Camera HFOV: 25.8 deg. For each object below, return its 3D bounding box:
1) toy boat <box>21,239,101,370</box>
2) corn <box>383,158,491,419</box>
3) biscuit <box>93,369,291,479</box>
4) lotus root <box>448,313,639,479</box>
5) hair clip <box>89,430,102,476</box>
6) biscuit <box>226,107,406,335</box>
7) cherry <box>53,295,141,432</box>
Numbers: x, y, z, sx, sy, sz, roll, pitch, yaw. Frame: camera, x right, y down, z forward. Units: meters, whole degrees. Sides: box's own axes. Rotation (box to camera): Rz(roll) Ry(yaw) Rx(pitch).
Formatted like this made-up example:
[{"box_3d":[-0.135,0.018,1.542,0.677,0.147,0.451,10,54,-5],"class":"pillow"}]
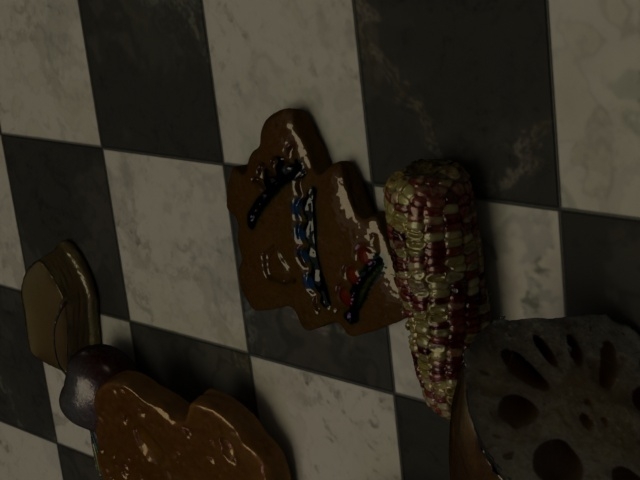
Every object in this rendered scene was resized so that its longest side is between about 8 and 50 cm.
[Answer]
[{"box_3d":[-0.377,0.094,2.015,0.116,0.061,0.188,18,119,42],"class":"toy boat"},{"box_3d":[0.128,0.058,1.440,0.098,0.098,0.290,8,114,45],"class":"corn"},{"box_3d":[-0.161,0.326,1.847,0.312,0.057,0.351,-11,108,36],"class":"biscuit"},{"box_3d":[0.227,0.205,1.291,0.272,0.272,0.192,50,146,20],"class":"lotus root"},{"box_3d":[-0.327,0.269,2.049,0.049,0.049,0.173,12,122,44],"class":"hair clip"},{"box_3d":[-0.001,0.000,1.588,0.301,0.043,0.278,31,127,35],"class":"biscuit"},{"box_3d":[-0.295,0.187,1.932,0.148,0.115,0.188,47,132,41],"class":"cherry"}]
